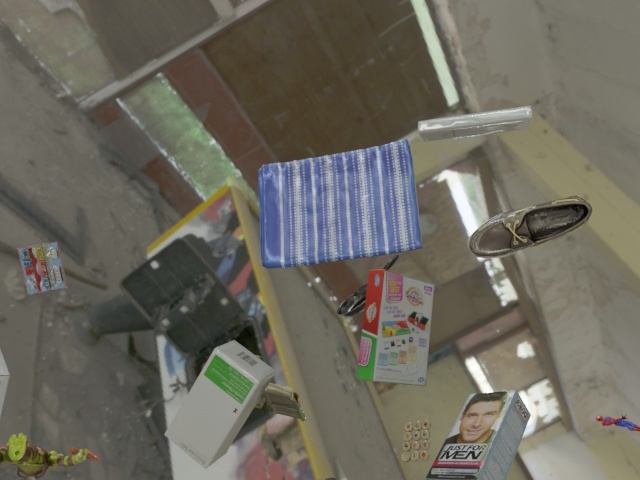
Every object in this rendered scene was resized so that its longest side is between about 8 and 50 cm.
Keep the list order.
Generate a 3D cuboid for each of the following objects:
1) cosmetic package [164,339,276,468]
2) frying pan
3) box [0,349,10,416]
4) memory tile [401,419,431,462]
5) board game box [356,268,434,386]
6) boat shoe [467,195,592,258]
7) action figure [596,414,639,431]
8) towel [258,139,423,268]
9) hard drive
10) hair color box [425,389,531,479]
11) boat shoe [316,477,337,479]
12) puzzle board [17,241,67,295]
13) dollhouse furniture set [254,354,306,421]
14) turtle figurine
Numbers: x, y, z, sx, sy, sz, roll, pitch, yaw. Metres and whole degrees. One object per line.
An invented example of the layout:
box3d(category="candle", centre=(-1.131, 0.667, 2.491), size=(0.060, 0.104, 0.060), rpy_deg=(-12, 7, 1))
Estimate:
box3d(category="cosmetic package", centre=(-0.334, 0.544, 1.914), size=(0.197, 0.365, 0.155), rpy_deg=(33, 10, 14))
box3d(category="frying pan", centre=(0.178, 0.188, 2.181), size=(0.053, 0.197, 0.326), rpy_deg=(53, 44, -8))
box3d(category="box", centre=(-0.581, 0.287, 0.980), size=(0.038, 0.186, 0.145), rpy_deg=(9, 8, -38))
box3d(category="memory tile", centre=(0.345, 0.724, 2.062), size=(0.012, 0.113, 0.147), rpy_deg=(42, 44, -34))
box3d(category="board game box", centre=(0.229, 0.262, 1.693), size=(0.242, 0.064, 0.316), rpy_deg=(18, 75, -39))
box3d(category="boat shoe", centre=(0.547, -0.034, 1.510), size=(0.097, 0.325, 0.116), rpy_deg=(1, 72, -74))
box3d(category="action figure", centre=(0.692, 0.420, 1.319), size=(0.115, 0.038, 0.030), rpy_deg=(-13, -97, 55))
box3d(category="towel", centre=(0.030, -0.075, 1.182), size=(0.040, 0.336, 0.243), rpy_deg=(48, 37, -65))
box3d(category="hard drive", centre=(0.521, -0.392, 1.941), size=(0.233, 0.354, 0.047), rpy_deg=(-7, 92, -75))
box3d(category="hair color box", centre=(0.496, 0.635, 1.771), size=(0.374, 0.185, 0.113), rpy_deg=(-42, 105, -44))
box3d(category="boat shoe", centre=(-0.052, 0.862, 1.965), size=(0.095, 0.258, 0.095), rpy_deg=(62, 11, -20))
box3d(category="puzzle board", centre=(-0.727, 0.074, 1.494), size=(0.011, 0.097, 0.128), rpy_deg=(-155, -123, -67))
box3d(category="dollhouse furniture set", centre=(-0.192, 0.593, 2.313), size=(0.197, 0.302, 0.151), rpy_deg=(73, 31, -44))
box3d(category="turtle figurine", centre=(-0.666, 0.493, 1.295), size=(0.217, 0.270, 0.087), rpy_deg=(69, 27, -61))
